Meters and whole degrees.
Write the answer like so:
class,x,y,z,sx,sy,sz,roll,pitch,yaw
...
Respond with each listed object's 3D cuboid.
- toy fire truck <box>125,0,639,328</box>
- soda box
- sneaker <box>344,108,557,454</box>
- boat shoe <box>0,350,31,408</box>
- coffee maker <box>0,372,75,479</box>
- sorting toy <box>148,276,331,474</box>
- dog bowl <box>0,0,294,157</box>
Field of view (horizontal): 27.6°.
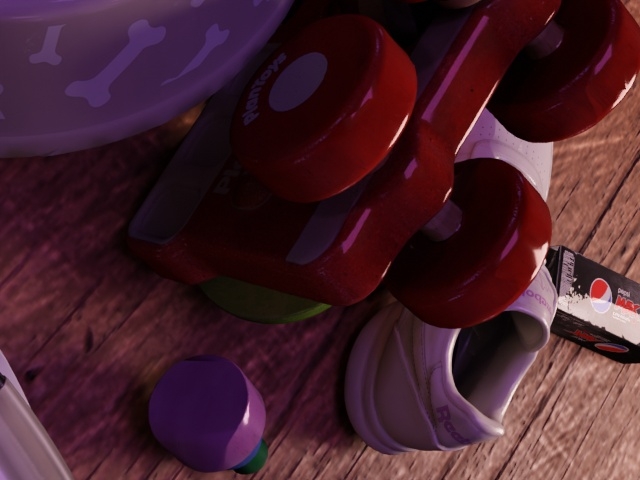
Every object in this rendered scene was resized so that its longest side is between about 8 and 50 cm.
class,x,y,z,sx,sy,sz,roll,pitch,yaw
toy fire truck,0.024,-0.099,0.773,0.169,0.254,0.302,40,72,-36
soda box,0.227,0.056,1.081,0.169,0.060,0.053,24,70,-37
sneaker,0.127,0.013,0.930,0.114,0.152,0.305,29,70,-29
boat shoe,-0.177,0.171,0.709,0.084,0.095,0.258,-28,92,-35
coffee maker,-0.208,0.093,0.577,0.171,0.120,0.178,-30,104,-25
sorting toy,0.000,0.000,0.891,0.365,0.127,0.126,-67,153,-22
dog bowl,-0.161,-0.219,0.649,0.349,0.102,0.348,3,68,-9
